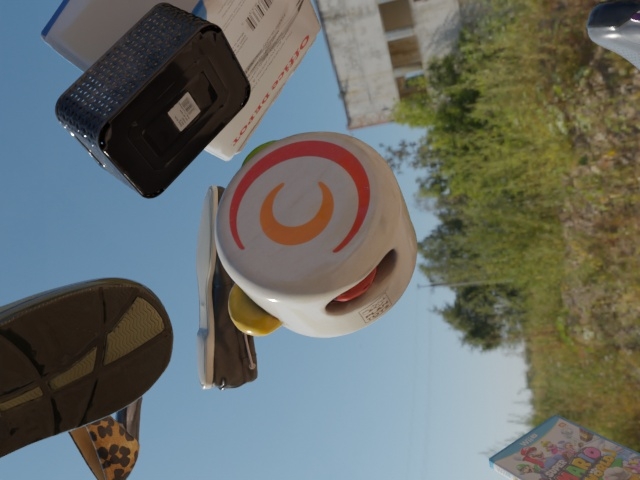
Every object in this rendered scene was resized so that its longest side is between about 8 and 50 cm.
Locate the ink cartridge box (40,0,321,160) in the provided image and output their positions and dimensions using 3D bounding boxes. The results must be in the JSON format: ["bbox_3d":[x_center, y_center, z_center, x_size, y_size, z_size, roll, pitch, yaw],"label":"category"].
[{"bbox_3d":[-0.167,-0.300,0.983,0.285,0.166,0.395,-54,-9,2],"label":"ink cartridge box"}]

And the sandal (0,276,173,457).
[{"bbox_3d":[-0.251,0.097,0.451,0.086,0.303,0.120,21,119,61],"label":"sandal"}]

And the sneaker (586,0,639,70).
[{"bbox_3d":[0.276,-0.089,0.445,0.083,0.224,0.098,-71,-3,-76],"label":"sneaker"}]

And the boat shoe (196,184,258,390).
[{"bbox_3d":[-0.148,0.078,1.109,0.112,0.096,0.335,-165,77,-67],"label":"boat shoe"}]

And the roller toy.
[{"bbox_3d":[0.000,0.000,0.711,0.146,0.191,0.209,57,-140,-58],"label":"roller toy"}]

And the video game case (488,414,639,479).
[{"bbox_3d":[0.289,0.255,0.751,0.119,0.166,0.015,-22,-70,-26],"label":"video game case"}]

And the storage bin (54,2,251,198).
[{"bbox_3d":[-0.176,-0.152,0.740,0.180,0.084,0.122,-49,-32,-13],"label":"storage bin"}]

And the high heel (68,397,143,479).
[{"bbox_3d":[-0.369,0.251,0.935,0.261,0.093,0.186,14,-111,-32],"label":"high heel"}]
